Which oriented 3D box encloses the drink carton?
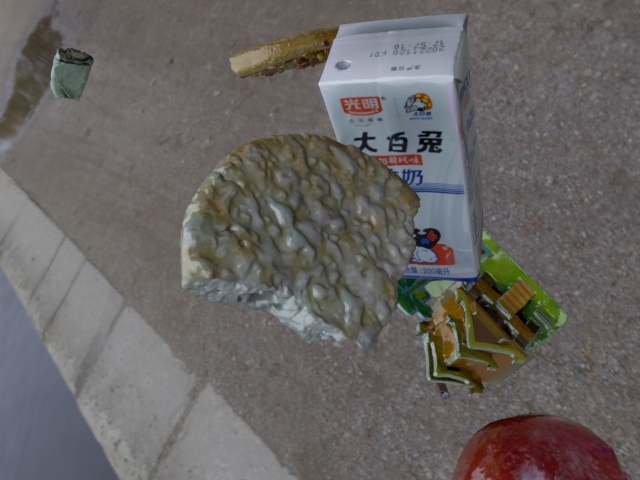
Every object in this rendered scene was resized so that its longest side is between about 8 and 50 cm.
[{"bbox_3d":[0.105,-0.082,0.661,0.130,0.315,0.107,1,53,19],"label":"drink carton"}]

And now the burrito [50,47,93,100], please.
[{"bbox_3d":[-0.463,-0.300,1.104,0.118,0.074,0.044,-43,68,45],"label":"burrito"}]

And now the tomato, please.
[{"bbox_3d":[0.257,0.348,0.795,0.309,0.170,0.309,-45,28,33],"label":"tomato"}]

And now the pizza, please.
[{"bbox_3d":[-0.038,-0.331,1.059,0.127,0.246,0.058,6,114,53],"label":"pizza"}]

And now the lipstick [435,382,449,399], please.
[{"bbox_3d":[0.291,0.345,1.464,0.027,0.027,0.176,-50,4,9],"label":"lipstick"}]

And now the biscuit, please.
[{"bbox_3d":[0.000,0.000,0.492,0.040,0.265,0.188,-29,78,47],"label":"biscuit"}]

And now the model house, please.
[{"bbox_3d":[0.313,0.151,1.330,0.358,0.312,0.242,50,124,13],"label":"model house"}]
